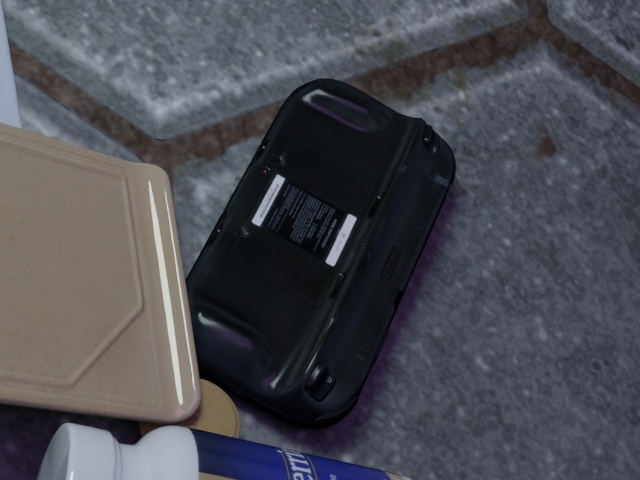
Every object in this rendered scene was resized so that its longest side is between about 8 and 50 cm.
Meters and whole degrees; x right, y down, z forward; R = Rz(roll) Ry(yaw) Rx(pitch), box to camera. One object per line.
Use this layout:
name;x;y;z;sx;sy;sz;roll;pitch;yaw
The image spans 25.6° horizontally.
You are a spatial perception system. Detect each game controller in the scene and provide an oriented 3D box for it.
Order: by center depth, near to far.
game controller;0.000;0.000;1.181;0.166;0.067;0.319;24;56;3

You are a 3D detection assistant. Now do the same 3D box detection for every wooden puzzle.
wooden puzzle;-0.203;0.022;1.026;0.238;0.044;0.221;12;57;-42

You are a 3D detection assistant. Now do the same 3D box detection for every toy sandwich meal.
toy sandwich meal;-0.099;0.145;1.072;0.085;0.029;0.086;7;58;-11

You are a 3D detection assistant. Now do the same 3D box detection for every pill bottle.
pill bottle;-0.065;0.214;0.978;0.264;0.153;0.153;15;60;-19

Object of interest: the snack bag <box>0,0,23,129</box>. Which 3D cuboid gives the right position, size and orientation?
snack bag;-0.386;-0.092;1.042;0.342;0.037;0.323;-3;67;-28
